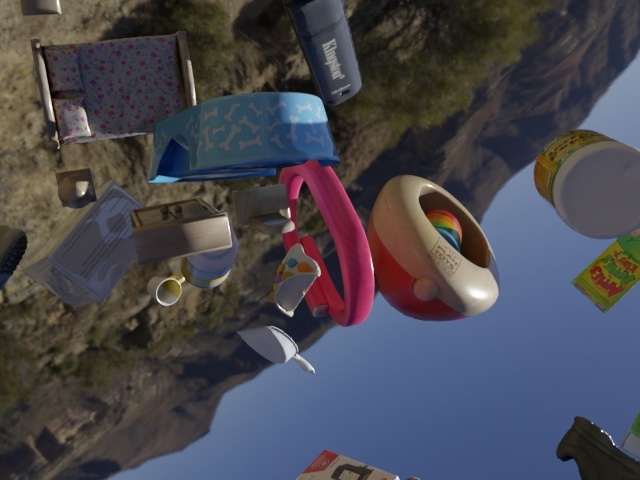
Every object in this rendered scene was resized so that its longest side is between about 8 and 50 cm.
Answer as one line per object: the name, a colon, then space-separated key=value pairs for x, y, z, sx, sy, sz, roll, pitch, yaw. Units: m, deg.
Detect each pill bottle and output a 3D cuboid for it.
pill bottle: x=-0.216 y=0.022 z=1.216 sx=0.103 sy=0.103 sz=0.184 roll=-40 pitch=174 yaw=-26
pill bottle: x=0.344 y=-0.082 z=0.812 sx=0.118 sy=0.117 sz=0.208 roll=-40 pitch=-174 yaw=17

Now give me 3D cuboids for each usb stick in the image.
usb stick: x=0.010 y=-0.274 z=0.880 sx=0.077 sy=0.045 sz=0.278 roll=-35 pitch=161 yaw=0

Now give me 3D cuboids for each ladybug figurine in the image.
ladybug figurine: x=0.209 y=0.024 z=1.240 sx=0.162 sy=0.305 sz=0.449 roll=-45 pitch=180 yaw=24

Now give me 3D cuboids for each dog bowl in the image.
dog bowl: x=-0.099 y=-0.114 z=0.735 sx=0.166 sy=0.074 sz=0.297 roll=-6 pitch=-175 yaw=-33

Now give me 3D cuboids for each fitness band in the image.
fitness band: x=0.000 y=0.000 z=0.983 sx=0.054 sy=0.290 sz=0.209 roll=-12 pitch=144 yaw=-20

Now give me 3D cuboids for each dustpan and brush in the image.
dustpan and brush: x=-0.092 y=0.272 z=1.546 sx=0.147 sy=0.211 sz=0.060 roll=-18 pitch=-155 yaw=50

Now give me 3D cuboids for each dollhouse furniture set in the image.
dollhouse furniture set: x=-0.195 y=-0.168 z=0.801 sx=0.303 sy=0.355 sz=0.174 roll=-11 pitch=-166 yaw=-18

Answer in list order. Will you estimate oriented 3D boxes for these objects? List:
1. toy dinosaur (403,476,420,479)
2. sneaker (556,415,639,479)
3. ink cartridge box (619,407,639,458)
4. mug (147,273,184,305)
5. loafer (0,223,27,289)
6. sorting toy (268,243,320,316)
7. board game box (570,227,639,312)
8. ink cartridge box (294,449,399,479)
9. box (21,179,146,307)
toy dinosaur: x=0.150 y=0.481 z=1.165 sx=0.053 sy=0.183 sz=0.092 roll=40 pitch=-62 yaw=61
sneaker: x=0.647 y=0.519 z=1.370 sx=0.130 sy=0.109 sz=0.286 roll=-49 pitch=-139 yaw=-1
ink cartridge box: x=0.704 y=0.290 z=1.109 sx=0.289 sy=0.211 sz=0.121 roll=-51 pitch=148 yaw=-19
mug: x=-0.350 y=0.108 z=1.408 sx=0.078 sy=0.062 sz=0.064 roll=0 pitch=-170 yaw=-43
loafer: x=-0.555 y=0.086 z=0.954 sx=0.268 sy=0.092 sz=0.102 roll=-62 pitch=-179 yaw=-15
sorting toy: x=-0.039 y=0.043 z=0.828 sx=0.083 sy=0.045 sz=0.075 roll=-57 pitch=-157 yaw=33
board game box: x=0.634 y=0.058 z=1.329 sx=0.181 sy=0.092 sz=0.043 roll=-42 pitch=162 yaw=-5
ink cartridge box: x=0.052 y=0.583 z=1.390 sx=0.237 sy=0.100 sz=0.172 roll=0 pitch=-152 yaw=47
box: x=-0.405 y=0.011 z=1.112 sx=0.182 sy=0.119 sz=0.181 roll=-15 pitch=-142 yaw=52
